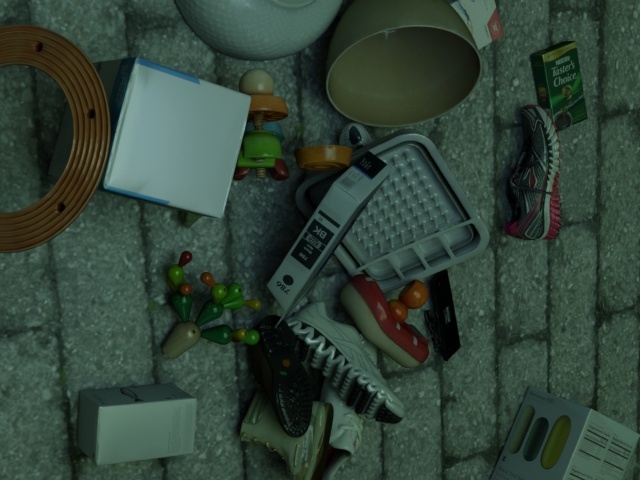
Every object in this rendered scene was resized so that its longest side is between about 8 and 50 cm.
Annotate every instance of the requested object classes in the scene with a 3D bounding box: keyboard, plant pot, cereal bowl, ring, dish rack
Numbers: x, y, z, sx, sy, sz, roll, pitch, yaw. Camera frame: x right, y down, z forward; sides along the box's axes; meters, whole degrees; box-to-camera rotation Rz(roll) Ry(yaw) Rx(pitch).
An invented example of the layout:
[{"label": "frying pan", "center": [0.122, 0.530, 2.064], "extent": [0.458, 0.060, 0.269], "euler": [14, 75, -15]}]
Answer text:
[{"label": "keyboard", "center": [0.255, 0.164, 2.018], "extent": [0.100, 0.038, 0.192], "euler": [-32, 115, -50]}, {"label": "plant pot", "center": [0.141, -0.370, 1.733], "extent": [0.284, 0.284, 0.191], "euler": [15, 54, -34]}, {"label": "cereal bowl", "center": [-0.085, -0.482, 1.617], "extent": [0.339, 0.141, 0.339], "euler": [-5, 100, -32]}, {"label": "ring", "center": [-0.449, -0.148, 1.366], "extent": [0.032, 0.336, 0.336], "euler": [15, 90, -71]}, {"label": "dish rack", "center": [0.139, -0.060, 1.790], "extent": [0.285, 0.072, 0.333], "euler": [-24, 128, 19]}]

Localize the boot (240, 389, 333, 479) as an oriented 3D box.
[{"label": "boot", "center": [-0.074, 0.396, 1.754], "extent": [0.077, 0.165, 0.213], "euler": [53, 48, -68]}]

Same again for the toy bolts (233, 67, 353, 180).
[{"label": "toy bolts", "center": [-0.066, -0.199, 1.624], "extent": [0.218, 0.228, 0.158], "euler": [1, 83, -17]}]

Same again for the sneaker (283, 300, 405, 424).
[{"label": "sneaker", "center": [0.058, 0.229, 1.785], "extent": [0.292, 0.110, 0.118], "euler": [42, 54, 10]}]

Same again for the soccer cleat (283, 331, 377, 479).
[{"label": "soccer cleat", "center": [0.048, 0.345, 1.841], "extent": [0.116, 0.143, 0.331], "euler": [30, 82, -33]}]

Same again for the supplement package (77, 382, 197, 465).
[{"label": "supplement package", "center": [-0.319, 0.316, 1.623], "extent": [0.179, 0.105, 0.105], "euler": [0, 98, -34]}]

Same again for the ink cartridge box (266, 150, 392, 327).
[{"label": "ink cartridge box", "center": [0.000, 0.000, 1.683], "extent": [0.065, 0.332, 0.165], "euler": [36, 34, 5]}]

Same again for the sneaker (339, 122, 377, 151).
[{"label": "sneaker", "center": [0.142, -0.173, 1.843], "extent": [0.153, 0.094, 0.235], "euler": [-48, 119, -19]}]

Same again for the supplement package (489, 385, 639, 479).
[{"label": "supplement package", "center": [0.561, 0.512, 2.164], "extent": [0.198, 0.199, 0.262], "euler": [29, 82, -32]}]

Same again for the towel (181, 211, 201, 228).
[{"label": "towel", "center": [-0.200, -0.085, 1.622], "extent": [0.027, 0.148, 0.110], "euler": [41, 65, 8]}]

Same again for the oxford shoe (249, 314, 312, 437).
[{"label": "oxford shoe", "center": [-0.076, 0.260, 1.742], "extent": [0.083, 0.096, 0.227], "euler": [-3, 68, -35]}]

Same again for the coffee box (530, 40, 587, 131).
[{"label": "coffee box", "center": [0.537, -0.345, 2.098], "extent": [0.113, 0.040, 0.184], "euler": [-23, 110, -27]}]

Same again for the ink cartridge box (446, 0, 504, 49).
[{"label": "ink cartridge box", "center": [0.270, -0.429, 1.896], "extent": [0.198, 0.067, 0.115], "euler": [-34, 115, -23]}]

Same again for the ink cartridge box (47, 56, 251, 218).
[{"label": "ink cartridge box", "center": [-0.275, -0.161, 1.471], "extent": [0.198, 0.270, 0.197], "euler": [14, 89, -34]}]

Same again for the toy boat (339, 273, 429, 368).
[{"label": "toy boat", "center": [0.150, 0.137, 1.845], "extent": [0.151, 0.151, 0.231], "euler": [-46, 128, 4]}]

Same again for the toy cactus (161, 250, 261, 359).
[{"label": "toy cactus", "center": [-0.216, 0.133, 1.677], "extent": [0.180, 0.112, 0.219], "euler": [-44, 123, 3]}]

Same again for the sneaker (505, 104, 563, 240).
[{"label": "sneaker", "center": [0.462, -0.148, 2.045], "extent": [0.112, 0.121, 0.299], "euler": [-3, 92, -2]}]
